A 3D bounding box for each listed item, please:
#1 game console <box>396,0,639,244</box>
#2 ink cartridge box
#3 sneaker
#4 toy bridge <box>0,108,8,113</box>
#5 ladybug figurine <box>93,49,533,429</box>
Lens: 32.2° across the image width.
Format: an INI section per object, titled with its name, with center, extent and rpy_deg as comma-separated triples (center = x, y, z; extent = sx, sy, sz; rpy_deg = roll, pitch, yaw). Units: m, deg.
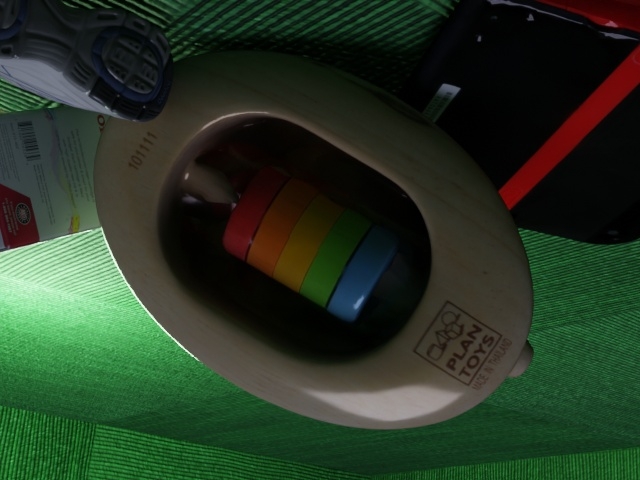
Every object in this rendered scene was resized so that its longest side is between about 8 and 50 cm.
[game console]
center = 0.240, -0.112, 1.074
extent = 0.342, 0.060, 0.386
rpy_deg = 13, 154, -10
[ink cartridge box]
center = -0.278, -0.062, 1.098
extent = 0.072, 0.127, 0.175
rpy_deg = -11, -176, 35
[sneaker]
center = -0.262, -0.176, 0.912
extent = 0.129, 0.111, 0.297
rpy_deg = 2, 158, 41
[toy bridge]
center = -0.338, -0.107, 1.227
extent = 0.063, 0.026, 0.188
rpy_deg = 1, 160, 3
[ladybug figurine]
center = 0.000, 0.000, 1.055
extent = 0.449, 0.305, 0.162
rpy_deg = 34, -172, 7
